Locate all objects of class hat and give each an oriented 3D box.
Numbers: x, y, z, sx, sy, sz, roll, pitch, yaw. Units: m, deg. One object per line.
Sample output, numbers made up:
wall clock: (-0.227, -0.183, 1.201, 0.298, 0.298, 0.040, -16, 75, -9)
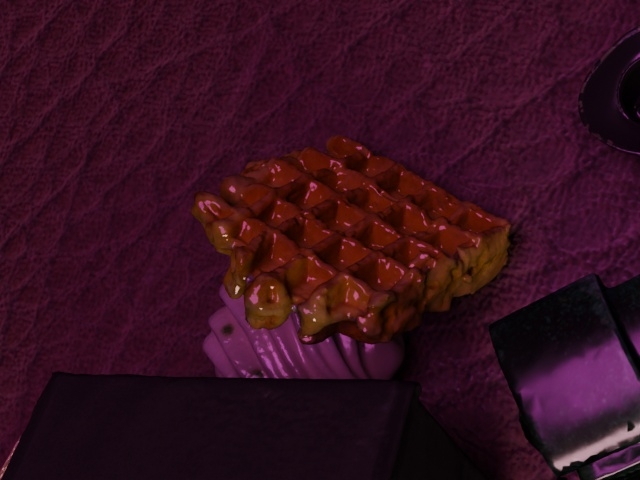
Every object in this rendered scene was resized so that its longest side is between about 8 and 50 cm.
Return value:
hat: (0.260, -0.111, 0.852, 0.121, 0.050, 0.121, -5, 77, 23)

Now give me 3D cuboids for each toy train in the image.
toy train: (0.269, 0.062, 0.742, 0.330, 0.178, 0.138, -31, 67, 22)

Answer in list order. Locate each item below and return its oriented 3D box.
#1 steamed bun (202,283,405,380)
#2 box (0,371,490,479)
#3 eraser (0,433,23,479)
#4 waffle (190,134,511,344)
steamed bun: (-0.023, 0.085, 0.944, 0.183, 0.106, 0.182, -7, 75, 28)
box: (-0.067, 0.252, 0.823, 0.345, 0.204, 0.251, -2, 56, 33)
eraser: (-0.287, 0.351, 1.050, 0.171, 0.087, 0.290, 35, 98, 31)
waffle: (0.000, 0.000, 0.888, 0.229, 0.219, 0.057, 30, 131, 30)
